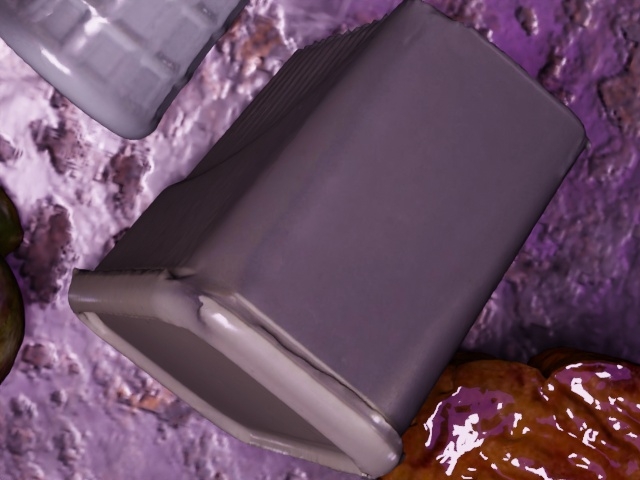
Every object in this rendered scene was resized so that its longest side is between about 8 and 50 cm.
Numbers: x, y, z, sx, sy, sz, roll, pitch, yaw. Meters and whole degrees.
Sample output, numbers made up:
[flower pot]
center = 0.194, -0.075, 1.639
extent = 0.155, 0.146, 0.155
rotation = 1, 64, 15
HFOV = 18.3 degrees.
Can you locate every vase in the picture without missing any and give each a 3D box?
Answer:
[vase]
center = -0.031, -0.192, 0.942
extent = 0.143, 0.143, 0.299
rotation = 41, 94, -13

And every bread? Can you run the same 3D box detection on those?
[bread]
center = 0.120, 0.165, 1.024
extent = 0.246, 0.135, 0.232
rotation = 28, 95, -12

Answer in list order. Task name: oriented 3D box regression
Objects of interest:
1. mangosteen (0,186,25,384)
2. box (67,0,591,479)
[mangosteen]
center = -0.279, 0.045, 0.868
extent = 0.313, 0.297, 0.297
rotation = -39, 103, 3
[box]
center = 0.000, 0.000, 0.925
extent = 0.138, 0.274, 0.178
rotation = 39, 79, -14
